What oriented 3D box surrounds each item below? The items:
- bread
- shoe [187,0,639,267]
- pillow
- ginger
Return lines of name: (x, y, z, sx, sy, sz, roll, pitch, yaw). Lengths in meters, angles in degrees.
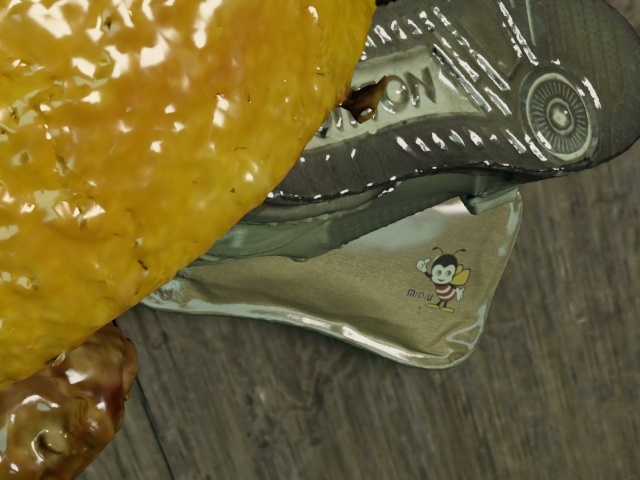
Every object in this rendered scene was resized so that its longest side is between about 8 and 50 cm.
bread: (-0.169, -0.109, 0.584, 0.398, 0.398, 0.215, -30, 120, 9)
shoe: (0.029, -0.056, 0.750, 0.293, 0.149, 0.109, -13, 81, -37)
pillow: (0.000, 0.000, 0.825, 0.217, 0.033, 0.130, 15, 107, -11)
ginger: (-0.245, 0.151, 0.807, 0.321, 0.172, 0.165, -36, 76, 13)
